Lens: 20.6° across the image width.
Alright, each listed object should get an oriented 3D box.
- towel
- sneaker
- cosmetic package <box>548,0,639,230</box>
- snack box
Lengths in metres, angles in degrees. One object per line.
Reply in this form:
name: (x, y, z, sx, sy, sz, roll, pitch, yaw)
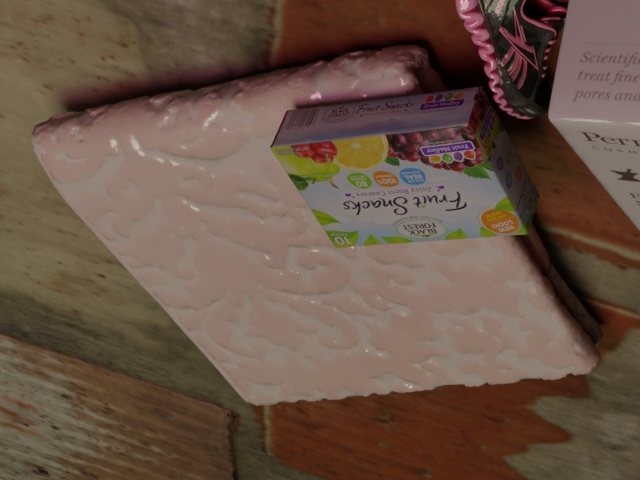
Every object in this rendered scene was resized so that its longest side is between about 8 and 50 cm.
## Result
towel: (0.000, 0.000, 1.272, 0.331, 0.053, 0.317, -9, 135, 35)
sneaker: (0.123, -0.119, 1.048, 0.057, 0.047, 0.119, -9, 138, 23)
cosmetic package: (0.218, -0.094, 0.871, 0.151, 0.152, 0.183, 5, 165, 27)
snack box: (0.053, -0.043, 1.110, 0.141, 0.037, 0.100, -4, 138, 32)
